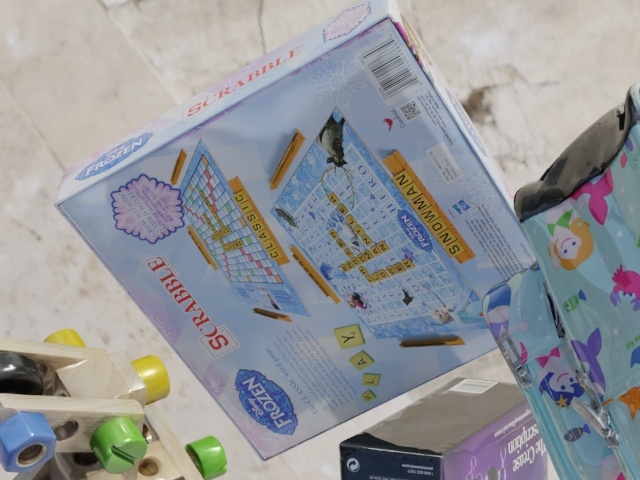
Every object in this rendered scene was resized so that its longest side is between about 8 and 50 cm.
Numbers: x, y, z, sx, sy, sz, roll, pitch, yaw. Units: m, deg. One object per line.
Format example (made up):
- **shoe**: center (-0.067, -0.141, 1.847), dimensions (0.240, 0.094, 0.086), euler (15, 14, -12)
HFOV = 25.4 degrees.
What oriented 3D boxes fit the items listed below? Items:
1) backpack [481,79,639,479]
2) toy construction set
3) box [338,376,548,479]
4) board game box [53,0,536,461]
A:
- **backpack**: center (0.216, 0.063, 0.680), dimensions (0.191, 0.225, 0.253), euler (-51, 53, 35)
- **toy construction set**: center (-0.147, 0.169, 1.029), dimensions (0.237, 0.257, 0.309), euler (-8, 19, -31)
- **box**: center (0.119, 0.243, 1.284), dimensions (0.103, 0.261, 0.184), euler (5, 100, 28)
- **board game box**: center (0.000, 0.000, 1.191), dimensions (0.318, 0.318, 0.066), euler (-27, 27, 15)
